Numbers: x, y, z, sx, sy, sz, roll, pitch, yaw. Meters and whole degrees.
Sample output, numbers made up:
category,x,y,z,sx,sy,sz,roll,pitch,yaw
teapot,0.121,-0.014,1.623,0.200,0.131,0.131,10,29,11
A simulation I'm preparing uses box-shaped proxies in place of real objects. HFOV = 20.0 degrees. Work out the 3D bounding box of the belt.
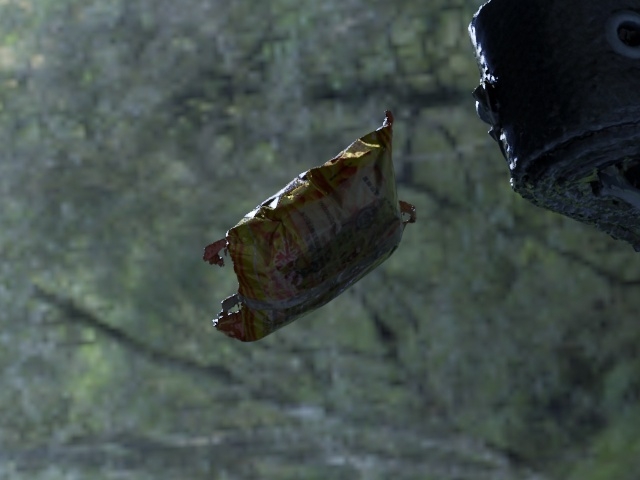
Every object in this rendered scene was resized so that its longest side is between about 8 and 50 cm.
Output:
category,x,y,z,sx,sy,sz,roll,pitch,yaw
belt,0.166,-0.059,0.948,0.218,0.122,0.128,16,-127,-56

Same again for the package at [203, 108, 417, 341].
category,x,y,z,sx,sy,sz,roll,pitch,yaw
package,-0.001,-0.003,2.056,0.108,0.288,0.223,42,161,28
